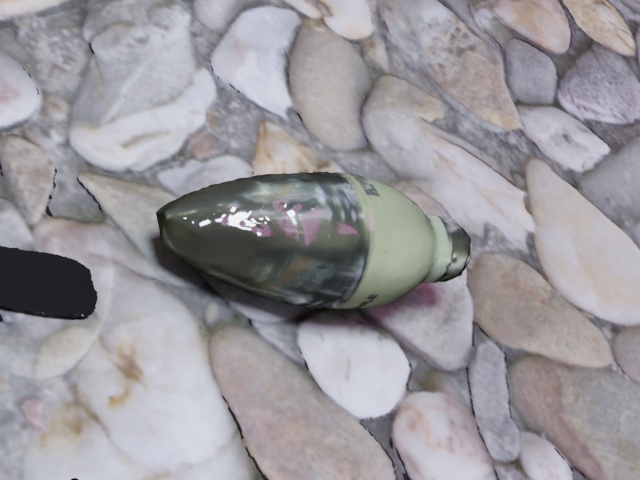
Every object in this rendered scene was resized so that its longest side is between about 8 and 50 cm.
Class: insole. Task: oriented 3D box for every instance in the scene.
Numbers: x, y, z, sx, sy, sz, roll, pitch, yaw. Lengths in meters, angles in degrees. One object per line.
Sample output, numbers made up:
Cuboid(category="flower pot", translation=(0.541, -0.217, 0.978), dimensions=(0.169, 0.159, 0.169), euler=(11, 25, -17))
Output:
Cuboid(category="insole", translation=(-0.222, 0.021, 0.855), dimensions=(0.188, 0.004, 0.064), euler=(9, 52, -35))

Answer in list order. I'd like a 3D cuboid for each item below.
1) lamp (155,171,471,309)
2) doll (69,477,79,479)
Cuboid(category="lamp", translation=(0.000, 0.000, 0.991), dimensions=(0.250, 0.101, 0.101), euler=(3, 56, -32))
Cuboid(category="doll", translation=(-0.059, 0.236, 0.728), dimensions=(0.257, 0.117, 0.182), euler=(39, 35, -4))
